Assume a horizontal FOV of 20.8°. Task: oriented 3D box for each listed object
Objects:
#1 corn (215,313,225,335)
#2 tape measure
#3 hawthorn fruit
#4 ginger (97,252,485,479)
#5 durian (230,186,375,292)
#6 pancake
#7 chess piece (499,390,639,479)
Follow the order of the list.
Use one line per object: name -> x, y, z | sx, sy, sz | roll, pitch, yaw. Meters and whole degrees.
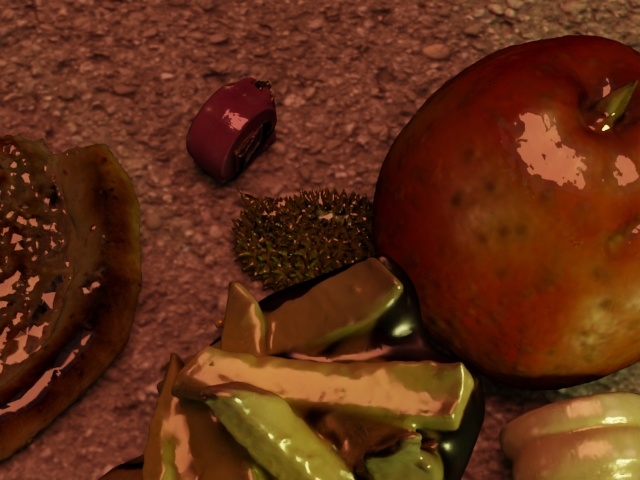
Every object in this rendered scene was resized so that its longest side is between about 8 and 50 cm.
corn -> -0.001, 0.121, 1.953 | 0.238, 0.080, 0.080 | 6, 60, -4
tape measure -> -0.099, -0.132, 2.065 | 0.074, 0.118, 0.125 | 34, 66, 15
hawthorn fruit -> 0.266, -0.052, 1.902 | 0.403, 0.403, 0.403 | 3, 60, -5
ginger -> -0.032, 0.224, 1.753 | 0.358, 0.211, 0.413 | 46, 104, 12
durian -> -0.001, -0.001, 2.016 | 0.220, 0.095, 0.137 | 8, 60, 4
pancake -> -0.348, 0.046, 1.965 | 0.305, 0.067, 0.427 | 31, 64, 13
chess piece -> 0.299, 0.323, 1.835 | 0.167, 0.167, 0.300 | -6, 66, -10
